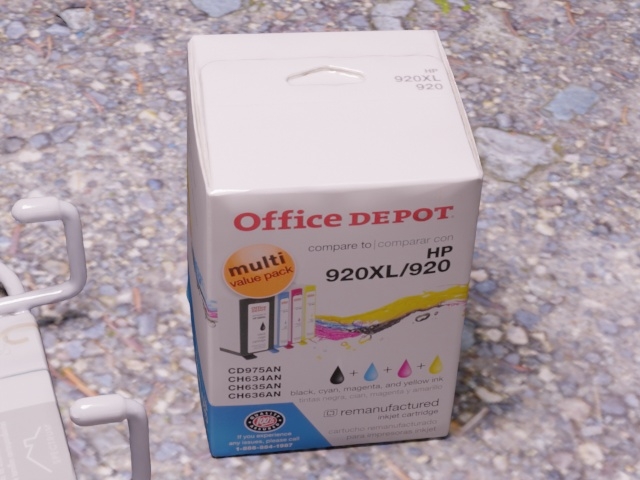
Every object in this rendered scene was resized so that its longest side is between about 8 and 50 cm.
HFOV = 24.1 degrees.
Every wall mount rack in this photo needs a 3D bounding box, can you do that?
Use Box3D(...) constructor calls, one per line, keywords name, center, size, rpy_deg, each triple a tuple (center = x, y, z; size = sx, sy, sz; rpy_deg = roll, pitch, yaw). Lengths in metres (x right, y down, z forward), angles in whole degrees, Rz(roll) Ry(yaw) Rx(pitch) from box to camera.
Box3D(name="wall mount rack", center=(-0.279, 0.095, 0.951), size=(0.304, 0.130, 0.350), rpy_deg=(-13, 42, -14))

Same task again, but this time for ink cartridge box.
Box3D(name="ink cartridge box", center=(0.000, 0.000, 0.998), size=(0.171, 0.233, 0.168), rpy_deg=(-4, 41, -8))
